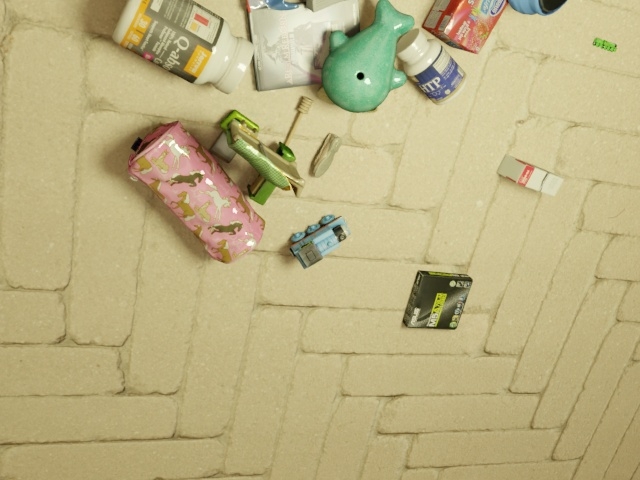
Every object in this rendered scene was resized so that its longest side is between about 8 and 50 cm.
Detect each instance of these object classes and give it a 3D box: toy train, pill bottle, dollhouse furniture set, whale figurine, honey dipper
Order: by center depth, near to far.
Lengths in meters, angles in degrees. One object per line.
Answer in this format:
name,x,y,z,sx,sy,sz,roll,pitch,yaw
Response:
pill bottle,-0.300,-0.447,1.328,0.279,0.162,0.162,24,105,-25
dollhouse furniture set,-0.168,-0.170,1.412,0.198,0.301,0.151,33,104,-22
whale figurine,0.117,-0.436,1.430,0.216,0.141,0.272,33,103,-8
pill bottle,0.279,-0.447,1.536,0.187,0.112,0.112,38,99,-27
honey dipper,-0.066,-0.294,1.548,0.031,0.030,0.160,21,109,-25
toy train,0.000,0.000,1.661,0.184,0.105,0.080,-30,119,-2
toy train,0.812,-0.557,1.706,0.083,0.017,0.023,8,101,-21

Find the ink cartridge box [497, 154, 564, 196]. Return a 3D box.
ink cartridge box,0.617,-0.190,1.762,0.151,0.109,0.063,16,107,-23

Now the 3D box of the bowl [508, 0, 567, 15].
bowl,0.577,-0.718,1.398,0.391,0.077,0.391,-40,150,-29

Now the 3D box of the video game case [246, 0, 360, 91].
video game case,-0.033,-0.482,1.473,0.274,0.026,0.196,-11,117,-13

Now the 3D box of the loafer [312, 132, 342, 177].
loafer,0.012,-0.228,1.603,0.045,0.039,0.125,7,119,-56

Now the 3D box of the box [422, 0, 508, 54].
box,0.384,-0.610,1.483,0.123,0.128,0.256,22,106,-26

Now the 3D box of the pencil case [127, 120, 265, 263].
pencil case,-0.301,-0.110,1.489,0.167,0.160,0.386,-20,125,31

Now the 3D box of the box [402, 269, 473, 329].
box,0.371,0.192,1.901,0.184,0.045,0.190,6,112,-22

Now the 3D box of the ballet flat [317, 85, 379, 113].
ballet flat,0.076,-0.366,1.544,0.168,0.052,0.057,9,111,-20

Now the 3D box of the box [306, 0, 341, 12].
box,0.029,-0.631,1.357,0.145,0.038,0.186,-29,145,-18

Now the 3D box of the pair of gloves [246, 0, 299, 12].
pair of gloves,-0.115,-0.623,1.369,0.159,0.023,0.198,-19,111,-10
